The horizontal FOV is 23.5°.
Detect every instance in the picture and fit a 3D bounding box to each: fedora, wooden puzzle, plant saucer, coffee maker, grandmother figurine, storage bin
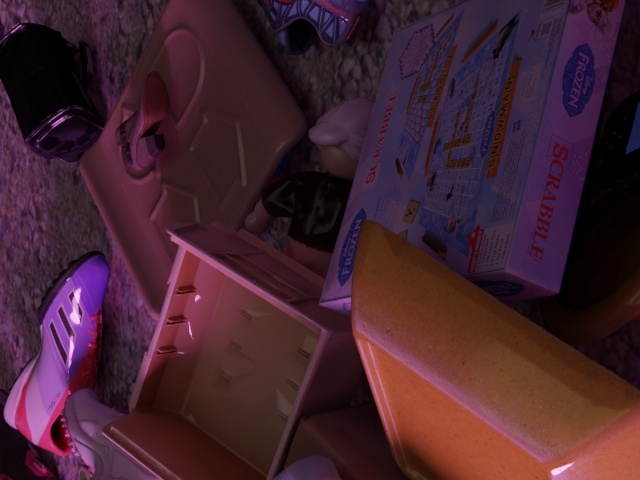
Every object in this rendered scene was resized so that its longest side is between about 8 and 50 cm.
[{"bbox_3d":[0.280,0.018,1.379,0.194,0.079,0.194,-44,30,34],"label":"fedora"},{"bbox_3d":[-0.158,-0.119,1.969,0.348,0.080,0.322,-53,50,30],"label":"wooden puzzle"},{"bbox_3d":[0.154,0.178,1.364,0.333,0.081,0.332,34,154,36],"label":"plant saucer"},{"bbox_3d":[-0.401,-0.211,2.196,0.120,0.171,0.178,-52,51,34],"label":"coffee maker"},{"bbox_3d":[0.000,0.000,1.749,0.208,0.104,0.342,24,106,24],"label":"grandmother figurine"},{"bbox_3d":[-0.095,0.145,1.698,0.260,0.123,0.262,31,112,31],"label":"storage bin"}]

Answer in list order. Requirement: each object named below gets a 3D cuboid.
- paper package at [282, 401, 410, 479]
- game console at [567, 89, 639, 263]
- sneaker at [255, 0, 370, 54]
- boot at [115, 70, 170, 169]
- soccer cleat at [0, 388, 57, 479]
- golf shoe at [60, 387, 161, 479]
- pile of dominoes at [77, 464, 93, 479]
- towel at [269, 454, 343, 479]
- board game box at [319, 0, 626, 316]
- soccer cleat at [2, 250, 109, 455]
[{"bbox_3d":[0.082,0.380,1.567,0.325,0.168,0.309,41,121,44],"label":"paper package"},{"bbox_3d":[0.267,-0.098,1.372,0.361,0.044,0.213,-29,41,51],"label":"game console"},{"bbox_3d":[-0.045,-0.283,1.804,0.262,0.104,0.125,20,106,50],"label":"sneaker"},{"bbox_3d":[-0.232,-0.150,1.964,0.087,0.042,0.118,-13,76,49],"label":"boot"},{"bbox_3d":[-0.465,0.377,2.322,0.331,0.116,0.143,61,148,36],"label":"soccer cleat"},{"bbox_3d":[-0.252,0.286,2.054,0.306,0.140,0.115,52,173,50],"label":"golf shoe"},{"bbox_3d":[-0.291,0.378,2.140,0.251,0.040,0.196,25,108,49],"label":"pile of dominoes"},{"bbox_3d":[-0.030,0.440,1.510,0.374,0.090,0.320,-53,53,37],"label":"towel"},{"bbox_3d":[0.141,-0.089,1.474,0.318,0.066,0.318,-13,57,59],"label":"board game box"},{"bbox_3d":[-0.352,0.161,2.194,0.116,0.108,0.318,35,115,22],"label":"soccer cleat"}]
